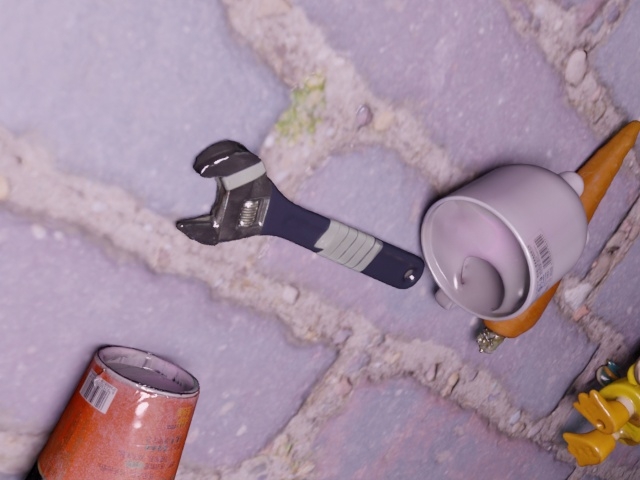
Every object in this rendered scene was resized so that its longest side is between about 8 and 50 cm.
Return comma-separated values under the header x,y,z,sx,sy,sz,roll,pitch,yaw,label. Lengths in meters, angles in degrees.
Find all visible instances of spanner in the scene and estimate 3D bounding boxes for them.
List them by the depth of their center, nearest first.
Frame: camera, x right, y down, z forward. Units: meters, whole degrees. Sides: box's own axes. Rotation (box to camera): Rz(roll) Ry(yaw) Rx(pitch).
x,y,z,sx,sy,sz,roll,pitch,yaw,label
0.000,0.000,0.658,0.316,0.024,0.087,24,101,-46,spanner

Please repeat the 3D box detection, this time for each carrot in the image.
x,y,z,sx,sy,sz,roll,pitch,yaw,label
0.282,-0.007,0.856,0.069,0.069,0.336,32,90,-45,carrot

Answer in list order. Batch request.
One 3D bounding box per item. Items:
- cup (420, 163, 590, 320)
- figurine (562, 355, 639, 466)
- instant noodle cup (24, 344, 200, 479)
x,y,z,sx,sy,sz,roll,pitch,yaw,label
0.199,0.007,0.742,0.142,0.134,0.173,-30,130,-33,cup
0.539,0.230,1.129,0.344,0.187,0.215,-23,152,-22,figurine
-0.160,0.162,0.566,0.127,0.127,0.135,20,94,-44,instant noodle cup
